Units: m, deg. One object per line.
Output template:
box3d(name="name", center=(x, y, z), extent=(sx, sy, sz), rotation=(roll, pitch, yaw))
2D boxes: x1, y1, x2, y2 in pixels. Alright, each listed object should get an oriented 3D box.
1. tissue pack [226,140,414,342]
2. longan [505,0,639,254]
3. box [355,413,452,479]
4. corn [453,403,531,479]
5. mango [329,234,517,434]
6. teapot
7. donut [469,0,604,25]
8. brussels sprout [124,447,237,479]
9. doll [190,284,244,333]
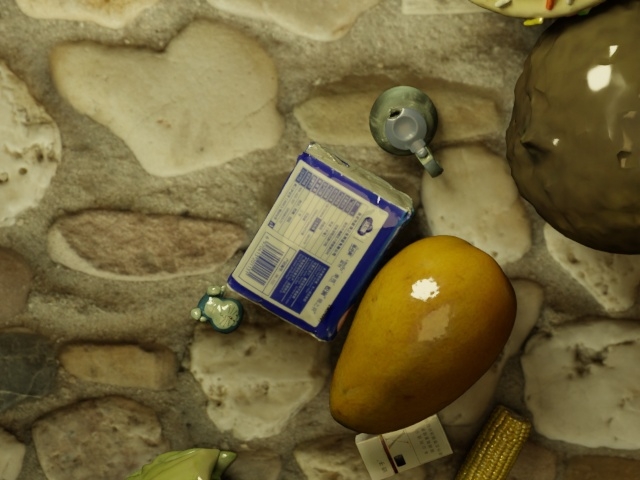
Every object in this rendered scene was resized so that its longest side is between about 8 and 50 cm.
box3d(name="tissue pack", center=(0.000, 0.000, 1.601), extent=(0.209, 0.137, 0.270), rotation=(28, 108, -7))
box3d(name="longan", center=(0.448, -0.171, 1.419), extent=(0.390, 0.391, 0.391), rotation=(0, 107, 1))
box3d(name="box", center=(0.148, 0.363, 1.751), extent=(0.154, 0.040, 0.084), rotation=(-22, 106, 6))
box3d(name="corn", center=(0.293, 0.405, 1.739), extent=(0.081, 0.081, 0.249), rotation=(23, 105, -6))
box3d(name="mango", center=(0.158, 0.164, 1.586), extent=(0.221, 0.263, 0.378), rotation=(47, 111, 31))
box3d(name="teapot", center=(0.135, -0.166, 1.559), extent=(0.111, 0.108, 0.149), rotation=(-6, 106, 5))
box3d(name="donut", center=(0.302, -0.455, 1.344), extent=(0.307, 0.371, 0.150), rotation=(-54, 143, -4))
box3d(name="brussels sprout", center=(-0.227, 0.587, 1.665), extent=(0.361, 0.342, 0.425), rotation=(-30, 93, 2))
box3d(name="doll", center=(-0.170, 0.118, 1.680), extent=(0.083, 0.050, 0.076), rotation=(33, 86, -7))
